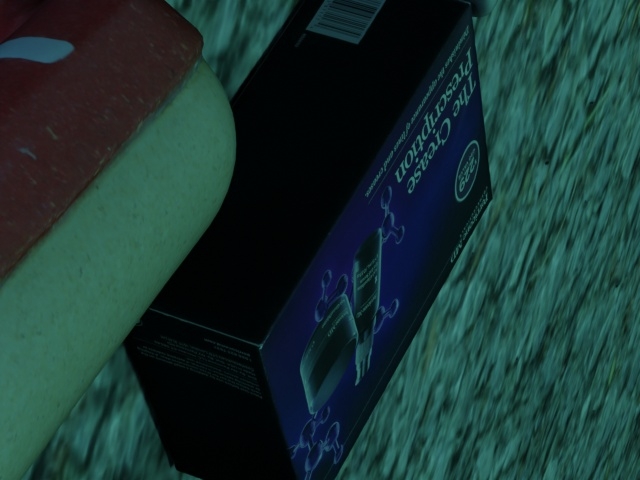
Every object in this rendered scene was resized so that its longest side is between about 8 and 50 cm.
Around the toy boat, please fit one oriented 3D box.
[{"bbox_3d":[-0.127,-0.007,0.372,0.151,0.151,0.231,51,30,-12],"label":"toy boat"}]

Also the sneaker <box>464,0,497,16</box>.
[{"bbox_3d":[0.068,-0.251,0.972,0.147,0.104,0.296,-55,145,-16],"label":"sneaker"}]

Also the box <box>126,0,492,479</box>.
[{"bbox_3d":[0.000,0.000,1.043,0.261,0.103,0.184,-59,156,-29],"label":"box"}]
